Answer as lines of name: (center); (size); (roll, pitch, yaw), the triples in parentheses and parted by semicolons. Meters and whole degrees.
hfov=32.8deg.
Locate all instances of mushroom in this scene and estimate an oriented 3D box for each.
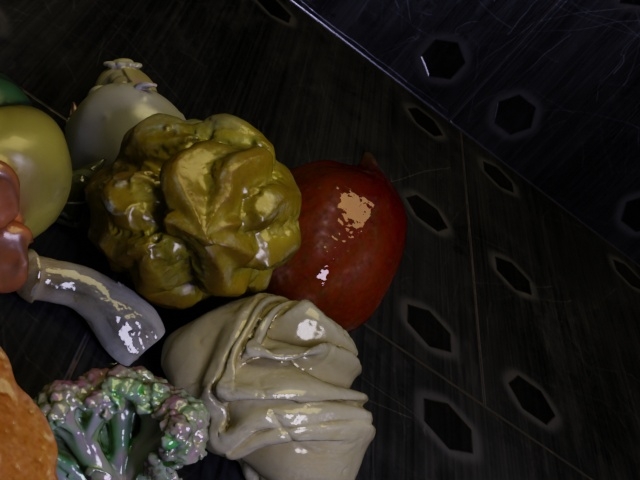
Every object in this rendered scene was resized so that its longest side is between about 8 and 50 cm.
mushroom: (-0.317, 0.082, 1.478); (0.223, 0.092, 0.081); (37, -9, -18)

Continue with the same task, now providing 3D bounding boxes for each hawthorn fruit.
hawthorn fruit: (-0.002, 0.017, 1.774); (0.295, 0.311, 0.295); (62, 8, -15)

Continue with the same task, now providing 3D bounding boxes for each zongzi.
zongzi: (-0.387, -0.085, 1.601); (0.109, 0.119, 0.055); (18, 13, -35)

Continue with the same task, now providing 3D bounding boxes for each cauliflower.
cauliflower: (-0.226, 0.275, 1.196); (0.239, 0.256, 0.315); (-12, 64, -7)

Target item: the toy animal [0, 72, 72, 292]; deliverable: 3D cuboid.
toy animal: (-0.432, -0.102, 1.441); (0.191, 0.216, 0.338); (-14, 39, -18)

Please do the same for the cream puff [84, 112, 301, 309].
cream puff: (-0.196, -0.014, 1.531); (0.324, 0.291, 0.257); (2, 28, 15)

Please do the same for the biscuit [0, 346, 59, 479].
biscuit: (-0.392, 0.183, 0.961); (0.350, 0.078, 0.455); (-1, 59, -50)

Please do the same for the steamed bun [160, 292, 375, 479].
steamed bun: (-0.050, 0.207, 1.497); (0.276, 0.203, 0.289); (5, 50, -46)

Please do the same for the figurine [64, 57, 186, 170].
figurine: (-0.299, -0.193, 1.834); (0.274, 0.226, 0.394); (13, 22, -23)
